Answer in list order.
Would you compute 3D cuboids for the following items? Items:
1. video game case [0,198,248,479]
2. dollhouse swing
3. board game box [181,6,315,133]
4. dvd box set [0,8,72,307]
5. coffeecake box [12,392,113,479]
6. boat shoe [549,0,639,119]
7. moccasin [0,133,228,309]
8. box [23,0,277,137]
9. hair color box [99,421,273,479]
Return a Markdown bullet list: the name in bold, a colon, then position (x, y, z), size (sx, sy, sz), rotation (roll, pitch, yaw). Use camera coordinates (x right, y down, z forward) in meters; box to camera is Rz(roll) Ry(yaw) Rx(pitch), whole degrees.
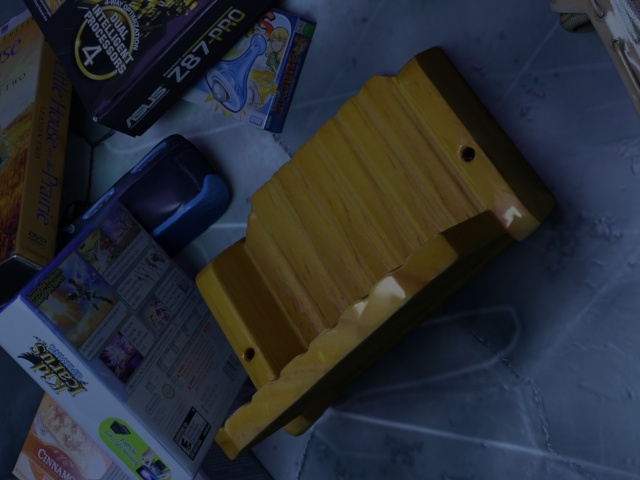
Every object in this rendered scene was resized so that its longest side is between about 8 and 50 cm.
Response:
- **video game case**: position (-0.194, 0.106, 1.263), size (0.061, 0.269, 0.244), rotation (-37, 100, 23)
- **dollhouse swing**: position (0.000, 0.000, 1.179), size (0.347, 0.305, 0.315), rotation (-43, 66, 24)
- **board game box**: position (-0.112, -0.220, 1.423), size (0.201, 0.035, 0.136), rotation (23, 98, 32)
- **dvd box set**: position (-0.435, -0.079, 1.504), size (0.307, 0.062, 0.420), rotation (-27, 47, 29)
- **coffeecake box**: position (-0.281, 0.240, 1.481), size (0.142, 0.068, 0.185), rotation (30, 102, 32)
- **boat shoe**: position (0.263, -0.244, 1.133), size (0.110, 0.121, 0.341), rotation (-38, 69, 24)
- **moccasin**: position (-0.262, -0.001, 1.463), size (0.342, 0.137, 0.117), rotation (-34, 73, 12)
- **box**: position (-0.221, -0.370, 1.433), size (0.318, 0.097, 0.395), rotation (-40, 64, 16)
- **hair color box**: position (-0.096, 0.378, 1.326), size (0.374, 0.113, 0.185), rotation (47, 111, 27)
